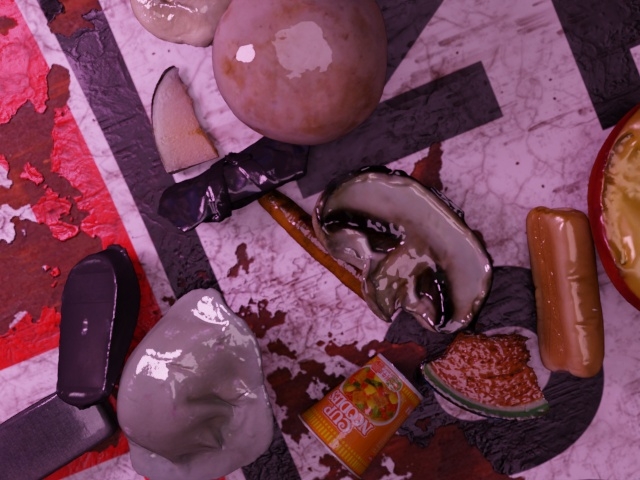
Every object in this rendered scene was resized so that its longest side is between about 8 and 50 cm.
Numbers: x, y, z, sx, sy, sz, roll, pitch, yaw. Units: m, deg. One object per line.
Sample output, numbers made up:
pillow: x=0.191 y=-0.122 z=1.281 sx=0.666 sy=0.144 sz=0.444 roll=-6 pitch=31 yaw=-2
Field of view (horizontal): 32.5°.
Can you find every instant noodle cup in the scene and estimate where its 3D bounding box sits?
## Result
instant noodle cup: x=0.081 y=0.303 z=1.948 sx=0.185 sy=0.168 sz=0.168 roll=-44 pitch=92 yaw=-3

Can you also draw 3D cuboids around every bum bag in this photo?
bum bag: x=-0.146 y=-0.108 z=1.935 sx=0.310 sy=0.137 sz=0.074 roll=-28 pitch=137 yaw=5

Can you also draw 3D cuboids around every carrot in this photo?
carrot: x=0.000 y=0.000 z=1.963 sx=0.314 sy=0.066 sz=0.066 roll=41 pitch=95 yaw=0

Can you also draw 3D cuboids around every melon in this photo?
melon: x=-0.261 y=-0.213 z=1.961 sx=0.098 sy=0.054 sz=0.182 roll=-24 pitch=93 yaw=-2

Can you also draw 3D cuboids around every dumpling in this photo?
dumpling: x=-0.216 y=0.251 z=1.914 sx=0.270 sy=0.211 sz=0.320 roll=0 pitch=134 yaw=-3

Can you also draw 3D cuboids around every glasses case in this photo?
glasses case: x=-0.529 y=0.374 z=2.005 sx=0.323 sy=0.074 sz=0.131 roll=-32 pitch=92 yaw=4

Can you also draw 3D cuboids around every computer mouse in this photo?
computer mouse: x=-0.384 y=0.153 z=1.936 sx=0.168 sy=0.087 sz=0.295 roll=-4 pitch=76 yaw=44

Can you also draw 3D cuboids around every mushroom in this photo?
mushroom: x=0.138 y=0.023 z=1.909 sx=0.344 sy=0.130 sz=0.247 roll=30 pitch=76 yaw=-1
mushroom: x=-0.032 y=-0.311 z=1.827 sx=0.298 sy=0.290 sz=0.297 roll=0 pitch=102 yaw=0

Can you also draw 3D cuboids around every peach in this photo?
peach: x=0.601 y=-0.062 z=1.849 sx=0.306 sy=0.242 sz=0.380 roll=6 pitch=98 yaw=6

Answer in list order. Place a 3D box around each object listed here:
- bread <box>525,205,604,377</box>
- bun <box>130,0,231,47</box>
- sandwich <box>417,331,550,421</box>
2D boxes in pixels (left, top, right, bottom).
bread: x=0.435 y=0.087 z=1.924 sx=0.091 sy=0.142 sz=0.305 roll=-9 pitch=95 yaw=-29
bun: x=-0.216 y=-0.429 z=1.903 sx=0.230 sy=0.145 sz=0.229 roll=-2 pitch=60 yaw=4
sandwich: x=0.289 y=0.243 z=1.971 sx=0.235 sy=0.079 sz=0.159 roll=2 pitch=84 yaw=-2
